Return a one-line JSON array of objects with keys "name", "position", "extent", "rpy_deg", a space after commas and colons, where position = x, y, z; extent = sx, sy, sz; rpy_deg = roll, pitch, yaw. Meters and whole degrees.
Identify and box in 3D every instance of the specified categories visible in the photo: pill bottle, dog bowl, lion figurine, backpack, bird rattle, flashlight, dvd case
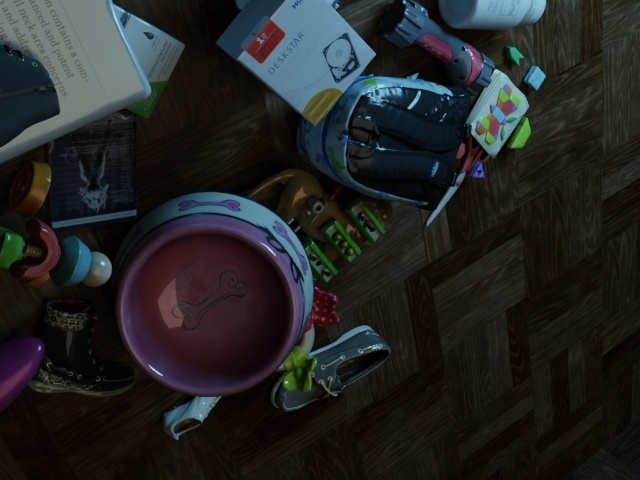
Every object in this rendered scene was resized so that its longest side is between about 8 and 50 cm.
[{"name": "pill bottle", "position": [0.383, -0.532, 1.796], "extent": [0.229, 0.131, 0.131], "rpy_deg": [-8, 118, -34]}, {"name": "dog bowl", "position": [-0.212, 0.117, 1.562], "extent": [0.407, 0.150, 0.408], "rpy_deg": [-1, 104, -3]}, {"name": "lion figurine", "position": [-0.011, -0.060, 1.744], "extent": [0.240, 0.142, 0.392], "rpy_deg": [-45, 142, 11]}, {"name": "backpack", "position": [0.124, -0.219, 1.715], "extent": [0.355, 0.273, 0.290], "rpy_deg": [-10, 119, -56]}, {"name": "bird rattle", "position": [-0.069, 0.220, 1.881], "extent": [0.206, 0.143, 0.254], "rpy_deg": [10, 105, -23]}, {"name": "flashlight", "position": [0.255, -0.419, 1.790], "extent": [0.304, 0.103, 0.103], "rpy_deg": [18, 144, -38]}, {"name": "dvd case", "position": [-0.418, -0.128, 1.495], "extent": [0.164, 0.018, 0.221], "rpy_deg": [-12, 120, -33]}]

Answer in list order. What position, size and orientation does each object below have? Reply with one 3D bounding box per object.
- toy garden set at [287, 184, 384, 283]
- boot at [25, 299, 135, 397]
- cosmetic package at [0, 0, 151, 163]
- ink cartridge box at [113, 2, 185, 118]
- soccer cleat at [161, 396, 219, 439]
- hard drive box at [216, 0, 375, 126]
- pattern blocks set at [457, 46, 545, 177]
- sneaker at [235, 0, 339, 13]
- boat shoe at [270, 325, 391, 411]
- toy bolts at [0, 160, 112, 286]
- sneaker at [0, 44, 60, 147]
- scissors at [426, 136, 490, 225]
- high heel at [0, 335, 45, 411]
[{"name": "toy garden set", "position": [0.000, 0.000, 1.688], "extent": [0.244, 0.049, 0.204], "rpy_deg": [-41, 127, -2]}, {"name": "boot", "position": [-0.458, 0.214, 1.609], "extent": [0.236, 0.085, 0.179], "rpy_deg": [9, 106, -39]}, {"name": "cosmetic package", "position": [-0.493, -0.288, 1.078], "extent": [0.393, 0.327, 0.330], "rpy_deg": [-27, 118, -12]}, {"name": "ink cartridge box", "position": [-0.361, -0.322, 1.383], "extent": [0.208, 0.087, 0.153], "rpy_deg": [22, 99, -41]}, {"name": "soccer cleat", "position": [-0.270, 0.375, 1.842], "extent": [0.196, 0.076, 0.068], "rpy_deg": [-39, 131, -14]}, {"name": "hard drive box", "position": [-0.040, -0.343, 1.454], "extent": [0.181, 0.089, 0.232], "rpy_deg": [-50, 136, 6]}, {"name": "pattern blocks set", "position": [0.433, -0.310, 2.008], "extent": [0.285, 0.026, 0.325], "rpy_deg": [18, 97, -40]}, {"name": "sneaker", "position": [-0.013, -0.445, 1.563], "extent": [0.322, 0.130, 0.236], "rpy_deg": [-38, 139, -19]}, {"name": "boat shoe", "position": [0.028, 0.331, 2.027], "extent": [0.324, 0.096, 0.117], "rpy_deg": [-29, 128, -21]}, {"name": "toy bolts", "position": [-0.452, -0.005, 1.404], "extent": [0.158, 0.228, 0.218], "rpy_deg": [23, 91, -42]}, {"name": "sneaker", "position": [-0.396, -0.219, 0.927], "extent": [0.118, 0.083, 0.222], "rpy_deg": [-35, 115, -30]}, {"name": "scissors", "position": [0.364, -0.159, 2.061], "extent": [0.109, 0.021, 0.297], "rpy_deg": [15, 103, -43]}, {"name": "high heel", "position": [-0.681, 0.262, 1.431], "extent": [0.377, 0.127, 0.181], "rpy_deg": [-37, 141, -11]}]
